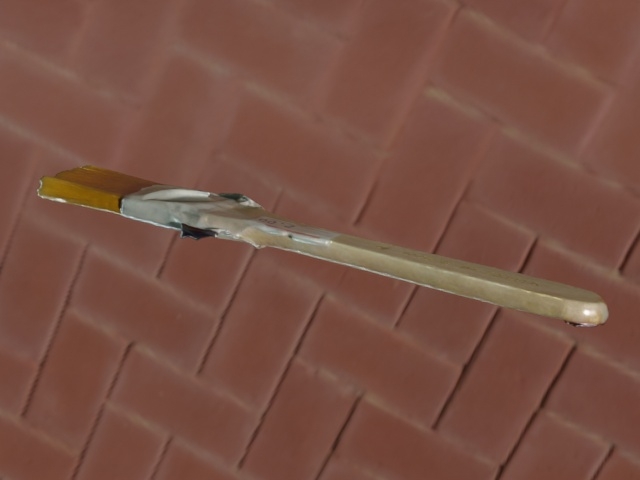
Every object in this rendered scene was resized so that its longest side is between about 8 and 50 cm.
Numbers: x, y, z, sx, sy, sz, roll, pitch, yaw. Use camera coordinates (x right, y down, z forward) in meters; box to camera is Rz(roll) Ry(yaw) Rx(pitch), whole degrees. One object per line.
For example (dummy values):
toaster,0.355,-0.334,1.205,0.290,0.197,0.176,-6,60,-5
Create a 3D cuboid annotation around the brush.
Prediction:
brush,0.000,0.000,0.855,0.336,0.085,0.020,14,102,17
